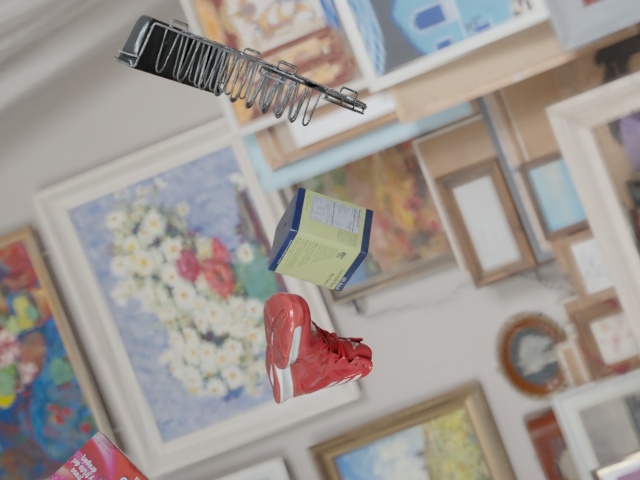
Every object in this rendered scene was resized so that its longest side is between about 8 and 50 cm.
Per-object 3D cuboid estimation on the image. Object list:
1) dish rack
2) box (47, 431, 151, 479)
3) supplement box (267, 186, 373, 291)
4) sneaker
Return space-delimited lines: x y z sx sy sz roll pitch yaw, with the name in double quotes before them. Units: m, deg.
"dish rack" -0.084 -0.192 1.364 0.208 0.271 0.074 3 -70 -65
"box" -0.218 0.365 1.374 0.257 0.122 0.128 33 161 41
"supplement box" 0.000 0.000 1.175 0.083 0.083 0.056 122 162 -53
"sneaker" 0.001 0.118 1.389 0.221 0.128 0.087 102 153 -61
